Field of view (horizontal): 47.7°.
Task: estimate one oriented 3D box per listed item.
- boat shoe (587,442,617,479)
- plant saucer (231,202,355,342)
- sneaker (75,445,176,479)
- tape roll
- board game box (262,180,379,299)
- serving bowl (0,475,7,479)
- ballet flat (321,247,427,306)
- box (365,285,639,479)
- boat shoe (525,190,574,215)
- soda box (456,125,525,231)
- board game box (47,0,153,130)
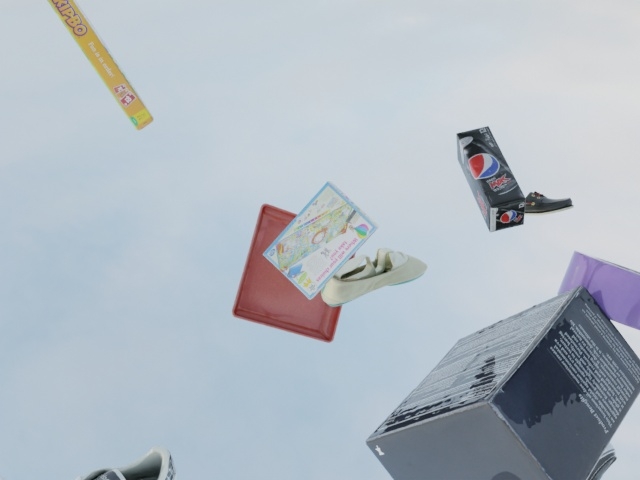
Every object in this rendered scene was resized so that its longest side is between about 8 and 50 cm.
[{"bbox_3d":[0.386,0.410,1.116,0.076,0.228,0.080,45,179,36],"label":"boat shoe"},{"bbox_3d":[-0.059,0.077,1.635,0.259,0.258,0.048,19,169,-26],"label":"plant saucer"},{"bbox_3d":[-0.248,0.280,0.710,0.090,0.094,0.235,35,-142,32],"label":"sneaker"},{"bbox_3d":[0.483,0.084,1.153,0.189,0.080,0.189,20,-173,-2],"label":"tape roll"},{"bbox_3d":[0.000,0.000,1.108,0.103,0.154,0.026,44,-168,6],"label":"board game box"},{"bbox_3d":[-0.360,0.272,0.737,0.027,0.083,0.083,44,-152,-14],"label":"serving bowl"},{"bbox_3d":[0.111,0.059,1.435,0.249,0.086,0.086,-19,-137,-29],"label":"ballet flat"},{"bbox_3d":[0.277,0.256,1.091,0.294,0.296,0.182,-35,-92,-38],"label":"box"},{"bbox_3d":[0.361,-0.062,1.229,0.133,0.041,0.049,-3,-174,37],"label":"boat shoe"},{"bbox_3d":[0.254,-0.095,1.090,0.053,0.060,0.168,-14,-132,1],"label":"soda box"},{"bbox_3d":[-0.319,-0.273,1.015,0.039,0.259,0.124,-36,-164,-4],"label":"board game box"}]
